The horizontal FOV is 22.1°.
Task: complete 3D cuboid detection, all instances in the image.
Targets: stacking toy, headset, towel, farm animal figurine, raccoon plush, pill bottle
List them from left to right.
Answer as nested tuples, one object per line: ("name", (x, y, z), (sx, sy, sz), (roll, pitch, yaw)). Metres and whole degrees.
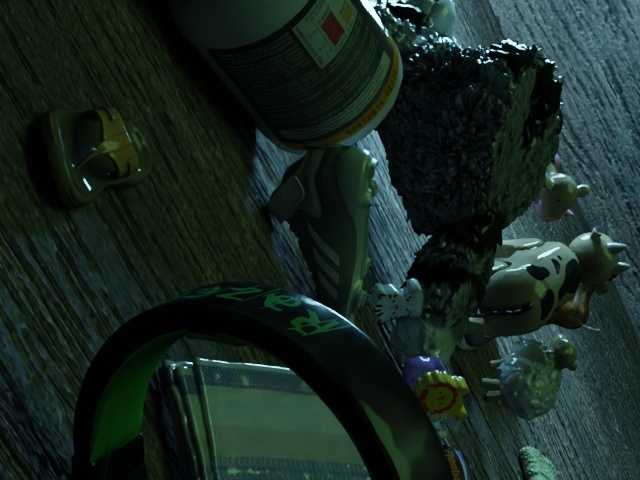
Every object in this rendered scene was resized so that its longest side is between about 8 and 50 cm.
("headset", (-0.045, 0.224, 0.926), (0.185, 0.243, 0.394), (-27, 116, -50))
("pill bottle", (-0.044, -0.212, 1.517), (0.278, 0.162, 0.162), (51, 25, -51))
("towel", (-0.016, 0.224, 1.202), (0.209, 0.034, 0.285), (10, 58, -47))
("raccoon plush", (0.078, -0.101, 1.893), (0.446, 0.299, 0.216), (-60, 150, -25))
("stacking toy", (0.091, 0.166, 1.568), (0.167, 0.052, 0.221), (-111, -164, -52))
("towel", (0.314, 0.347, 2.276), (0.148, 0.027, 0.110), (42, 31, -59))
("farm animal figurine", (0.283, 0.011, 2.043), (0.326, 0.172, 0.330), (-51, 125, -40))

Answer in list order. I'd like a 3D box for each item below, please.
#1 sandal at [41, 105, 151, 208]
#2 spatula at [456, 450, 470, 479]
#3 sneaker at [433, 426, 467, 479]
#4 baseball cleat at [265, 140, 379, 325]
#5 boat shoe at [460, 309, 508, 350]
("sandal", (-0.153, -0.067, 1.183), (0.180, 0.049, 0.072), (-20, 90, -74))
("spatula", (0.216, 0.375, 1.860), (0.296, 0.030, 0.084), (59, 13, 12))
("sneaker", (0.046, 0.195, 1.398), (0.321, 0.128, 0.126), (48, 28, -50))
("baseball cleat", (0.000, 0.000, 1.578), (0.072, 0.110, 0.205), (-58, 156, -67))
("boat shoe", (0.237, 0.076, 2.212), (0.319, 0.099, 0.116), (-6, 80, -73))
